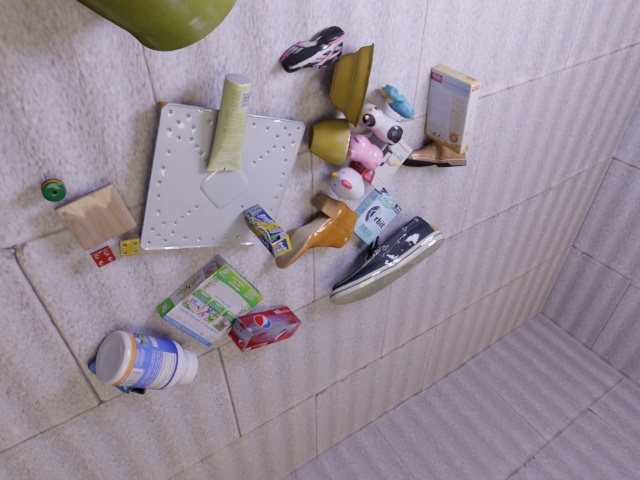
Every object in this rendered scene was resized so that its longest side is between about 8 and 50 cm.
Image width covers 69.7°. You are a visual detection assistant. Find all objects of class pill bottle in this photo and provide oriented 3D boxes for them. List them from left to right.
[{"bbox_3d":[-0.509,0.367,1.380,0.152,0.152,0.272,-51,140,8],"label":"pill bottle"}]

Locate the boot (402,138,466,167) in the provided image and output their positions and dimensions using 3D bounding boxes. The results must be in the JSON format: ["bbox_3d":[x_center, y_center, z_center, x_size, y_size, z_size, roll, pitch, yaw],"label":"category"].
[{"bbox_3d":[0.389,-0.317,1.619,0.305,0.112,0.115,-6,97,-31],"label":"boot"}]

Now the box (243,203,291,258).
[{"bbox_3d":[-0.146,-0.027,1.257,0.054,0.169,0.059,-29,138,-18],"label":"box"}]

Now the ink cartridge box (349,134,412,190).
[{"bbox_3d":[0.197,-0.268,1.491,0.175,0.072,0.127,-51,139,9],"label":"ink cartridge box"}]

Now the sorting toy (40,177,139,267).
[{"bbox_3d":[-0.526,-0.055,1.087,0.132,0.046,0.275,-30,137,-17],"label":"sorting toy"}]

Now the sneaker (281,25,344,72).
[{"bbox_3d":[-0.010,-0.461,1.161,0.178,0.072,0.077,-29,149,-9],"label":"sneaker"}]

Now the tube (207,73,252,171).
[{"bbox_3d":[-0.213,-0.268,1.088,0.069,0.062,0.240,18,126,1],"label":"tube"}]

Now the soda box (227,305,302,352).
[{"bbox_3d":[-0.189,0.304,1.600,0.263,0.092,0.084,-1,128,-55],"label":"soda box"}]

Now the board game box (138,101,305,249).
[{"bbox_3d":[-0.262,-0.158,1.219,0.389,0.050,0.390,-4,126,-39],"label":"board game box"}]

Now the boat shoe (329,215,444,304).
[{"bbox_3d":[0.235,0.076,1.753,0.499,0.156,0.187,-33,158,-8],"label":"boat shoe"}]

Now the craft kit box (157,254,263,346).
[{"bbox_3d":[-0.339,0.197,1.456,0.246,0.061,0.250,-39,140,-3],"label":"craft kit box"}]

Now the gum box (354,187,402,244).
[{"bbox_3d":[0.194,-0.089,1.666,0.184,0.041,0.157,-47,140,3],"label":"gum box"}]

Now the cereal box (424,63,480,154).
[{"bbox_3d":[0.417,-0.418,1.472,0.047,0.173,0.240,-25,137,-22],"label":"cereal box"}]

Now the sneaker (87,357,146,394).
[{"bbox_3d":[-0.607,0.414,1.394,0.069,0.082,0.209,-41,139,-1],"label":"sneaker"}]

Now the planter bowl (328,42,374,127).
[{"bbox_3d":[0.073,-0.416,1.215,0.090,0.217,0.217,10,123,-3],"label":"planter bowl"}]

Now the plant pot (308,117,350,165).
[{"bbox_3d":[0.018,-0.285,1.302,0.095,0.134,0.134,6,123,-14],"label":"plant pot"}]

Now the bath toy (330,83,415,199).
[{"bbox_3d":[0.137,-0.281,1.366,0.348,0.151,0.129,-59,173,9],"label":"bath toy"}]

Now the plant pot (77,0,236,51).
[{"bbox_3d":[-0.301,-0.500,0.699,0.366,0.366,0.353,-45,151,1],"label":"plant pot"}]

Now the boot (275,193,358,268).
[{"bbox_3d":[0.000,-0.001,1.531,0.295,0.104,0.211,-54,139,5],"label":"boot"}]
